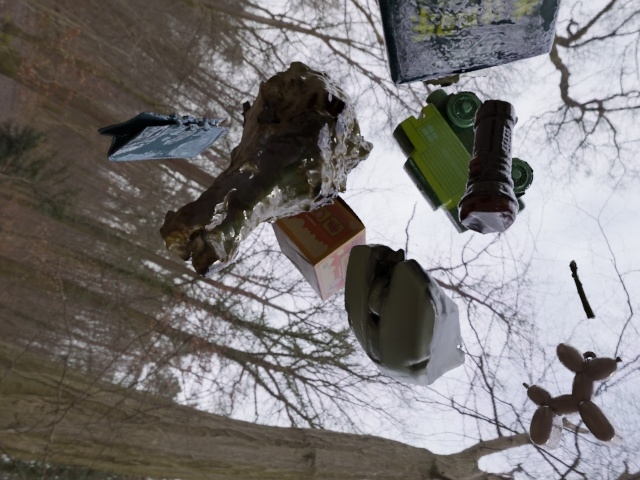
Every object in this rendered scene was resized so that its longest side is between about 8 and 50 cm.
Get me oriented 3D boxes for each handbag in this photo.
[{"bbox_3d":[-0.297,-0.206,0.819,0.144,0.221,0.057,-16,-88,28],"label":"handbag"}]

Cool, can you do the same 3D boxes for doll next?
[{"bbox_3d":[0.404,0.243,0.663,0.161,0.059,0.160,-33,-143,40],"label":"doll"}]

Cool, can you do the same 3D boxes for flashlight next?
[{"bbox_3d":[0.276,-0.128,0.676,0.092,0.093,0.232,-7,-121,37],"label":"flashlight"}]

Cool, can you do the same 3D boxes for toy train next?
[{"bbox_3d":[0.401,-0.225,1.223,0.272,0.179,0.442,-34,-96,0],"label":"toy train"}]

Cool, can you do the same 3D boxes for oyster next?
[{"bbox_3d":[-0.076,-0.102,0.569,0.337,0.133,0.198,-42,-92,-9],"label":"oyster"}]

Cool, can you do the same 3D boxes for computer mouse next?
[{"bbox_3d":[0.154,0.179,0.837,0.145,0.429,0.228,-43,-132,-20],"label":"computer mouse"}]

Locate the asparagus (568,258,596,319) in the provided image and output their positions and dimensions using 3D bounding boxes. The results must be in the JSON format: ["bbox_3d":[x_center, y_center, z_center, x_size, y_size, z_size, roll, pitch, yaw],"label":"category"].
[{"bbox_3d":[0.432,0.078,0.691,0.014,0.015,0.114,-39,-143,44],"label":"asparagus"}]

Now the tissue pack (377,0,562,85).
[{"bbox_3d":[0.143,-0.281,0.405,0.185,0.257,0.081,-6,-116,15],"label":"tissue pack"}]

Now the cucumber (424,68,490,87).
[{"bbox_3d":[0.323,-0.426,0.940,0.105,0.325,0.145,25,-60,25],"label":"cucumber"}]

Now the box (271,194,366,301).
[{"bbox_3d":[0.000,0.000,1.353,0.213,0.284,0.259,-37,-117,-13],"label":"box"}]
